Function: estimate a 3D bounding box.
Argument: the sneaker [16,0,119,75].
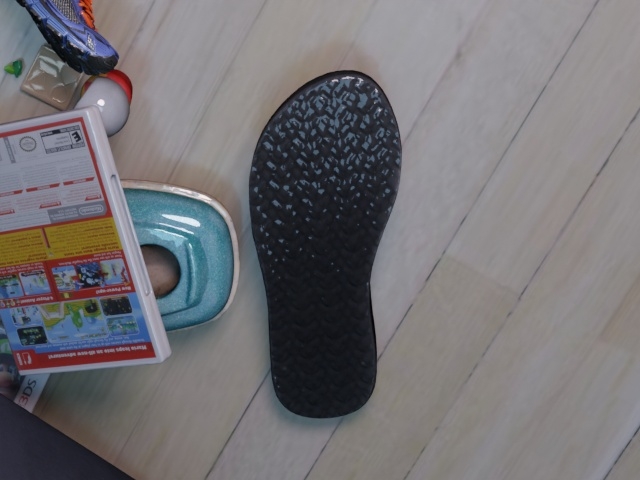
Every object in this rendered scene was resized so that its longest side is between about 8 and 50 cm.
[{"bbox_3d":[-0.278,-0.267,1.479,0.087,0.083,0.221,-36,69,-6],"label":"sneaker"}]

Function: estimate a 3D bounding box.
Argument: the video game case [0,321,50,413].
[{"bbox_3d":[-0.436,0.167,1.679,0.190,0.022,0.173,26,105,-8],"label":"video game case"}]

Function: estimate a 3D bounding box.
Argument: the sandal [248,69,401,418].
[{"bbox_3d":[-0.002,0.001,1.607,0.167,0.107,0.446,3,120,-3],"label":"sandal"}]

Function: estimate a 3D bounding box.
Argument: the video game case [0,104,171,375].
[{"bbox_3d":[-0.287,0.007,1.504,0.204,0.025,0.285,-7,105,28],"label":"video game case"}]

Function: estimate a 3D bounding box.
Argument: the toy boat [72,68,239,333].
[{"bbox_3d":[-0.231,-0.034,1.556,0.267,0.148,0.318,-4,107,0],"label":"toy boat"}]

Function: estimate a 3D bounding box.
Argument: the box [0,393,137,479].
[{"bbox_3d":[-0.439,0.442,1.552,0.472,0.297,0.480,-43,124,9],"label":"box"}]

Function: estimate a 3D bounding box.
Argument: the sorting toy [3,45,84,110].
[{"bbox_3d":[-0.316,-0.192,1.576,0.083,0.012,0.062,27,109,-12],"label":"sorting toy"}]
